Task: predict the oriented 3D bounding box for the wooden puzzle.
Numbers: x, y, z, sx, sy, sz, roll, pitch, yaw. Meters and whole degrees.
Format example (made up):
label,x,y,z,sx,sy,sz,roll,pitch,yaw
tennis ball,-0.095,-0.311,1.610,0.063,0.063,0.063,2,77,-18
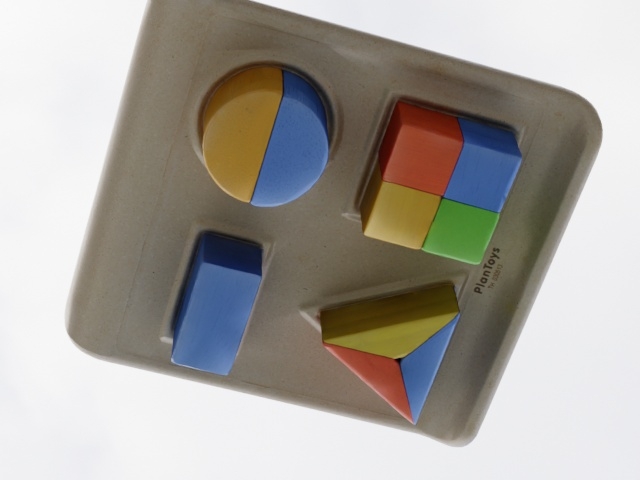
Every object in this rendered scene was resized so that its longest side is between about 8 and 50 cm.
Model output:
label,x,y,z,sx,sy,sz,roll,pitch,yaw
wooden puzzle,0.000,0.000,1.159,0.348,0.322,0.080,16,-153,-6
